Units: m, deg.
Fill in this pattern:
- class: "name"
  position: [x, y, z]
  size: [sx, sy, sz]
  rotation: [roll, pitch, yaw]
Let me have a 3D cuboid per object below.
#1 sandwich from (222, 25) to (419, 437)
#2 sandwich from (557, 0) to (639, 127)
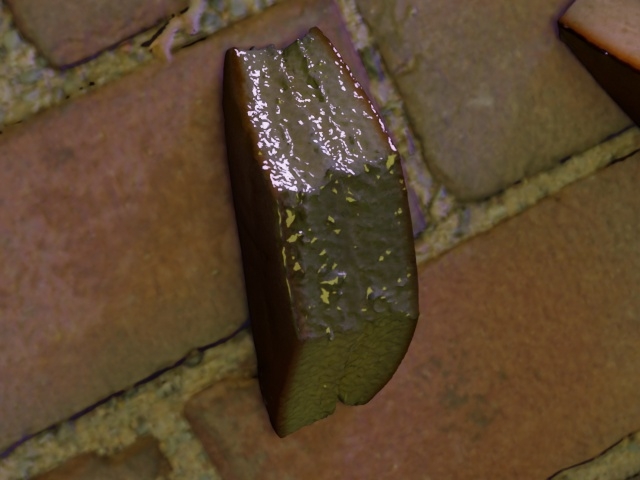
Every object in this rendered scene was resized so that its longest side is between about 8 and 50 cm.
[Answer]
- class: "sandwich"
  position: [0.000, 0.000, 1.079]
  size: [0.094, 0.096, 0.258]
  rotation: [-15, 104, -22]
- class: "sandwich"
  position: [0.288, -0.090, 1.160]
  size: [0.108, 0.220, 0.186]
  rotation: [-51, 145, -10]
